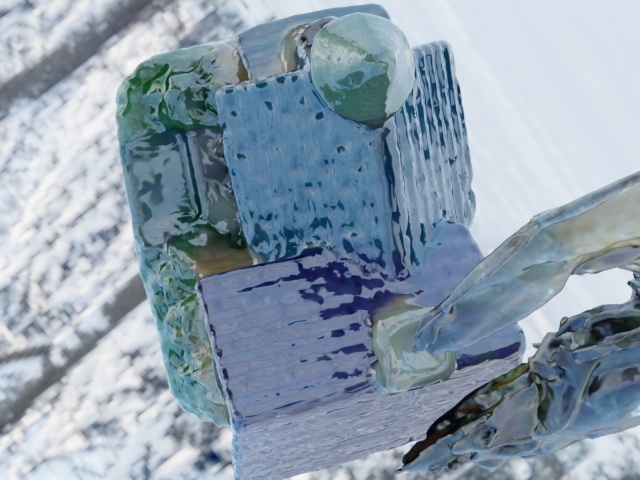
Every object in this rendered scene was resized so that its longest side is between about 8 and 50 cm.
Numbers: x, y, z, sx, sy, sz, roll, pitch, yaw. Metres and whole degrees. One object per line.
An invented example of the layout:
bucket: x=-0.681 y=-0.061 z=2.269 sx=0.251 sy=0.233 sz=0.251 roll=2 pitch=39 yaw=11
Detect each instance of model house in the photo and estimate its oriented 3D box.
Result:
model house: x=0.000 y=0.000 z=0.925 sx=0.280 sy=0.245 sz=0.312 roll=-140 pitch=40 yaw=-74

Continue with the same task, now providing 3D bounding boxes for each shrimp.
shrimp: x=0.143 y=0.043 z=0.708 sx=0.233 sy=0.365 sz=0.071 roll=19 pitch=-130 yaw=-38
